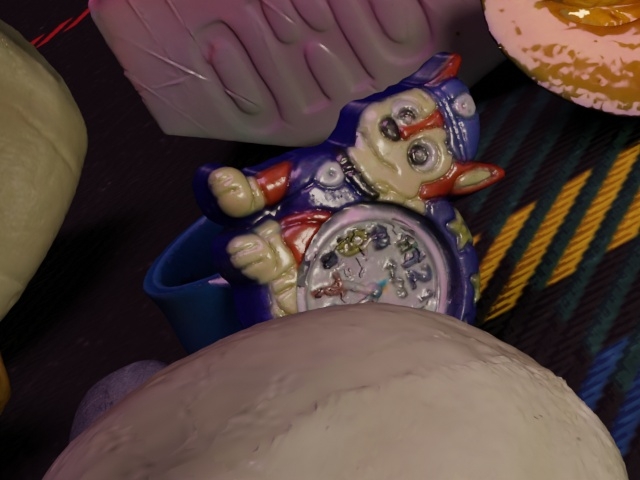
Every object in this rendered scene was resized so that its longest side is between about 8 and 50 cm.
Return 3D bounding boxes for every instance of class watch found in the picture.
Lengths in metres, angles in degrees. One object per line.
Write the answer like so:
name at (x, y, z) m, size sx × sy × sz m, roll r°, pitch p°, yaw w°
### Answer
watch at (-0.003, 0.009, 0.876) m, size 0.196 × 0.171 × 0.200 m, roll -28°, pitch 12°, yaw -23°

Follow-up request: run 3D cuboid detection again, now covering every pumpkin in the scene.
pumpkin at (0.254, -0.151, 0.968) m, size 0.254 × 0.149 × 0.130 m, roll -25°, pitch -17°, yaw 21°

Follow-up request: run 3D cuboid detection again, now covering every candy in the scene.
candy at (-0.010, 0.139, 0.588) m, size 0.295 × 0.185 × 0.295 m, roll -22°, pitch 35°, yaw 16°

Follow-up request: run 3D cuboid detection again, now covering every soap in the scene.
soap at (0.006, -0.180, 1.142) m, size 0.324 × 0.193 × 0.109 m, roll -16°, pitch 32°, yaw 26°

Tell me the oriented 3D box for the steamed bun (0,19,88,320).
steamed bun at (-0.336, -0.055, 1.149) m, size 0.272 × 0.290 × 0.273 m, roll -41°, pitch 38°, yaw 29°

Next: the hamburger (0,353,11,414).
hamburger at (-0.343, 0.111, 1.016) m, size 0.283 × 0.157 × 0.144 m, roll 11°, pitch 49°, yaw 21°

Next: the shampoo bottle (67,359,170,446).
shampoo bottle at (-0.109, 0.152, 0.834) m, size 0.087 × 0.049 × 0.234 m, roll -29°, pitch 26°, yaw 8°
